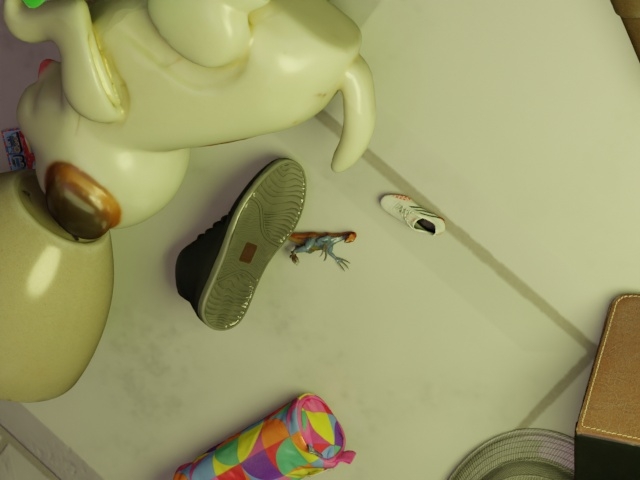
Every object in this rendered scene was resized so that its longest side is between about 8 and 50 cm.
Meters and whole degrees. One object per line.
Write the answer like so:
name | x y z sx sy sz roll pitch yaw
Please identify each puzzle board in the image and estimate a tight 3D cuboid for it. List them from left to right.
puzzle board | -0.355 -0.085 1.865 0.096 0.011 0.128 -6 104 23

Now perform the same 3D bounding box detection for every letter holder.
letter holder | 0.445 0.194 1.573 0.302 0.214 0.152 10 141 18

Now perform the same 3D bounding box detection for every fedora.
fedora | 0.239 0.370 1.705 0.243 0.124 0.275 36 115 7

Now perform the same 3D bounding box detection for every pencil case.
pencil case | -0.076 0.282 1.819 0.236 0.104 0.104 -31 93 28

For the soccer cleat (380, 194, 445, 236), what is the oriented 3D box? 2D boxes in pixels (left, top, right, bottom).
soccer cleat | 0.106 -0.029 1.686 0.083 0.035 0.029 28 114 11

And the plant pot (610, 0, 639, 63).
plant pot | 0.383 -0.215 1.461 0.167 0.167 0.165 -14 108 25

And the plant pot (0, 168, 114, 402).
plant pot | -0.360 0.025 1.749 0.284 0.284 0.191 42 115 5

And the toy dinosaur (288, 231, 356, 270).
toy dinosaur | 0.000 0.000 1.736 0.082 0.047 0.090 -34 81 8

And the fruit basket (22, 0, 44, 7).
fruit basket | -0.242 -0.407 1.420 0.327 0.353 0.165 -33 129 30

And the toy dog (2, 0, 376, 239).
toy dog | -0.170 -0.184 1.648 0.395 0.284 0.408 42 119 -18

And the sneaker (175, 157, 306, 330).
sneaker | -0.106 -0.011 1.753 0.222 0.083 0.118 -61 35 2
